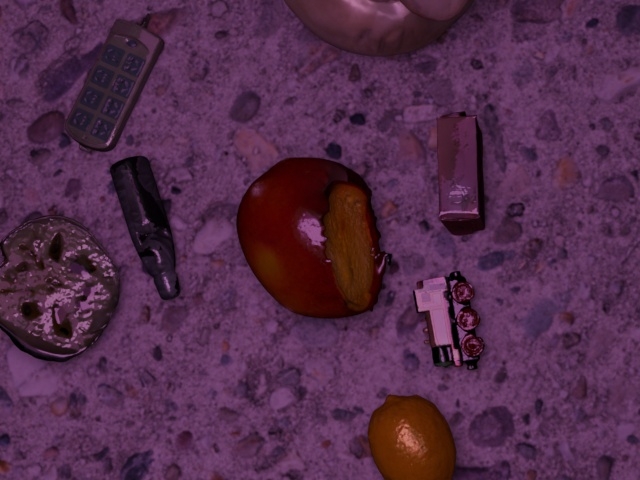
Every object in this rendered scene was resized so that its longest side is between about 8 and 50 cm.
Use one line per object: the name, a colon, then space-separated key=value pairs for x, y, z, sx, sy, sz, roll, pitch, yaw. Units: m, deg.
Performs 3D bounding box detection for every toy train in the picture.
toy train: x=0.179 y=0.114 z=1.541 sx=0.087 sy=0.050 sz=0.138 roll=-11 pitch=83 yaw=9

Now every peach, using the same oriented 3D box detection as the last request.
peach: x=0.000 y=0.000 z=1.503 sx=0.196 sy=0.190 sz=0.226 roll=-44 pitch=74 yaw=-10

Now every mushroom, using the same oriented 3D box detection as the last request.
mushroom: x=0.108 y=-0.397 z=1.505 sx=0.356 sy=0.315 sz=0.315 roll=32 pitch=87 yaw=28

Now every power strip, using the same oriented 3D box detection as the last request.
power strip: x=-0.302 y=-0.236 z=1.643 sx=0.079 sy=0.029 sz=0.227 roll=24 pitch=86 yaw=8

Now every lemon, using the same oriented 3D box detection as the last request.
lemon: x=0.124 y=0.278 z=1.493 sx=0.114 sy=0.114 sz=0.155 roll=-22 pitch=83 yaw=3

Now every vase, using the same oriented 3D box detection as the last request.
vase: x=-0.244 y=-0.015 z=1.595 sx=0.059 sy=0.060 sz=0.212 roll=-20 pitch=81 yaw=3

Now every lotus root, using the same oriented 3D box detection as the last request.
lotus root: x=-0.382 y=0.071 z=1.592 sx=0.183 sy=0.078 sz=0.204 roll=-35 pitch=85 yaw=-11

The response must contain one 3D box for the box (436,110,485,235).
box: x=0.194 y=-0.092 z=1.534 sx=0.060 sy=0.111 sz=0.156 roll=-2 pitch=81 yaw=13
